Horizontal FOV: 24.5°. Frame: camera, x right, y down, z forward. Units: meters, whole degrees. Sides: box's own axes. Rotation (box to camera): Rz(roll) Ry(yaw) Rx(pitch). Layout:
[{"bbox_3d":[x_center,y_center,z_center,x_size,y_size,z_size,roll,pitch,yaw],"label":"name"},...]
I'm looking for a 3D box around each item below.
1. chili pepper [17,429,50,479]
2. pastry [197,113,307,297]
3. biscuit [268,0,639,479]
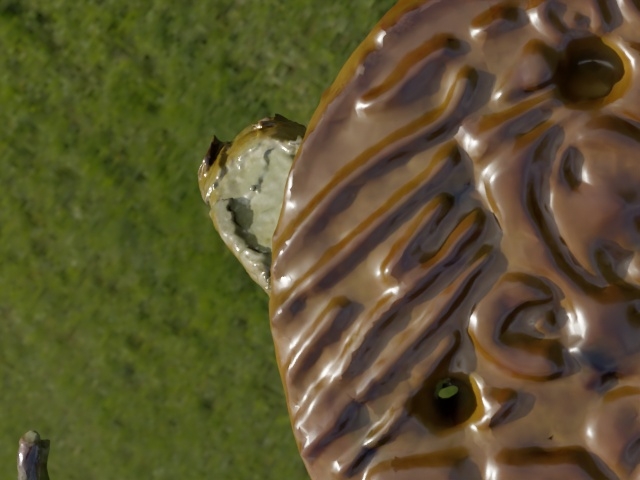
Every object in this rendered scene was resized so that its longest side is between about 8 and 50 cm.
[{"bbox_3d":[-0.070,0.253,0.819,0.338,0.134,0.131,36,153,-15],"label":"chili pepper"},{"bbox_3d":[0.000,0.000,1.125,0.229,0.100,0.218,52,-169,4],"label":"pastry"},{"bbox_3d":[0.081,0.014,0.322,0.188,0.187,0.027,26,-175,7],"label":"biscuit"}]
